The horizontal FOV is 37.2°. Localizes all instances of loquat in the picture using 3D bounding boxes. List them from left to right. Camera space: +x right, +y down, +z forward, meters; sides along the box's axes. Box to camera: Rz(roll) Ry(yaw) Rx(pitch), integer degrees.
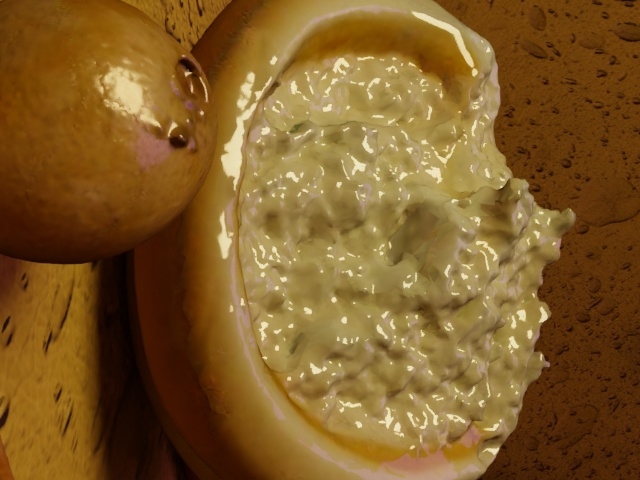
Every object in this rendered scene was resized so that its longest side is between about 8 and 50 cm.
[{"bbox_3d":[-0.121,-0.054,0.464,0.141,0.141,0.141,-1,90,-83],"label":"loquat"}]

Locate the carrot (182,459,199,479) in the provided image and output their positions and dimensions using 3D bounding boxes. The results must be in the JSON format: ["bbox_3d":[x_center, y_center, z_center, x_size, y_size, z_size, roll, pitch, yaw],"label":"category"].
[{"bbox_3d":[-0.108,0.127,0.845,0.066,0.062,0.271,-32,123,-42],"label":"carrot"}]

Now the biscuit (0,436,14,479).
[{"bbox_3d":[-0.142,0.180,0.369,0.205,0.049,0.323,-98,169,-85],"label":"biscuit"}]

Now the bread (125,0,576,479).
[{"bbox_3d":[0.014,0.005,0.756,0.245,0.329,0.423,144,-51,-71],"label":"bread"}]
